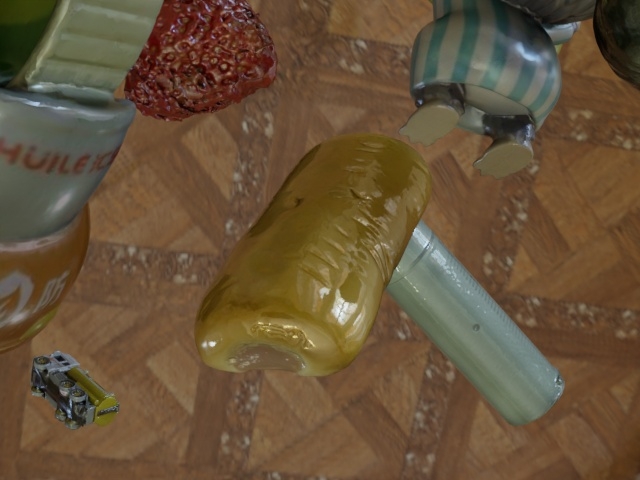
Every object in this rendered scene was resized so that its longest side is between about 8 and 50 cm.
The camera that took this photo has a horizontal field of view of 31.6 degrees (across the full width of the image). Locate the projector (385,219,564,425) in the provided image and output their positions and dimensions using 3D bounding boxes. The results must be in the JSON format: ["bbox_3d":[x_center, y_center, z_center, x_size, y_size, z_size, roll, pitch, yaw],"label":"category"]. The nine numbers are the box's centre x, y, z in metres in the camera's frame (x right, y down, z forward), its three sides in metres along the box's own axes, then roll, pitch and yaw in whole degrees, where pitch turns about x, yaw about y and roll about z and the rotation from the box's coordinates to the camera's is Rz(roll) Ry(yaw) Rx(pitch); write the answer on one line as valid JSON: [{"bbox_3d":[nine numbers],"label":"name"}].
[{"bbox_3d":[0.201,0.112,1.582,0.108,0.108,0.337,-40,106,9],"label":"projector"}]

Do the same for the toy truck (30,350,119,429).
[{"bbox_3d":[-0.308,0.187,1.410,0.063,0.123,0.052,-14,127,-44],"label":"toy truck"}]

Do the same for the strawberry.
[{"bbox_3d":[-0.140,-0.226,1.315,0.202,0.184,0.186,14,79,20],"label":"strawberry"}]

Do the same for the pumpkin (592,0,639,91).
[{"bbox_3d":[0.297,-0.172,0.896,0.167,0.167,0.125,28,93,-16],"label":"pumpkin"}]

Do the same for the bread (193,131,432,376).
[{"bbox_3d":[0.000,0.000,0.948,0.142,0.305,0.091,3,122,19],"label":"bread"}]

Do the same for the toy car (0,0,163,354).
[{"bbox_3d":[-0.138,-0.079,0.387,0.235,0.145,0.235,2,94,32],"label":"toy car"}]

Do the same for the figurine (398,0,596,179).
[{"bbox_3d":[0.255,-0.301,1.136,0.266,0.378,0.361,20,64,-21],"label":"figurine"}]
